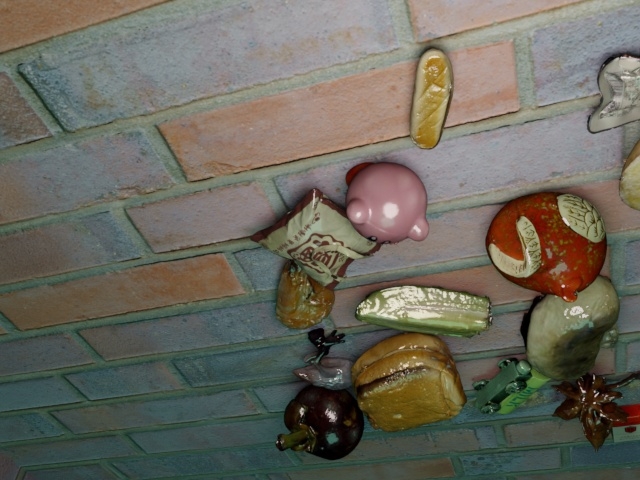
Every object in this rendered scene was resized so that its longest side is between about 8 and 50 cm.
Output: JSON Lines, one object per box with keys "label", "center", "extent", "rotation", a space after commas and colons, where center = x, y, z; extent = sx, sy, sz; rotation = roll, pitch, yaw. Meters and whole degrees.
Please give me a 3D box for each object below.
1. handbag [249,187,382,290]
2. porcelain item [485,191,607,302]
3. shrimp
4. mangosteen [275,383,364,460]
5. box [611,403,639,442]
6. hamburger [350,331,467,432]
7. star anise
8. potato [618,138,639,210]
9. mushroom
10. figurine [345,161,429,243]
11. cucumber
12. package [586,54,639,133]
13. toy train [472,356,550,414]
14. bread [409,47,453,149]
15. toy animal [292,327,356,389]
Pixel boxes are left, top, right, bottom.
{"label": "handbag", "center": [0.000, 0.000, 1.370], "extent": [0.235, 0.127, 0.213], "rotation": [34, 124, -26]}
{"label": "porcelain item", "center": [0.473, 0.029, 1.290], "extent": [0.253, 0.253, 0.253], "rotation": [2, 135, 2]}
{"label": "shrimp", "center": [-0.037, 0.124, 1.551], "extent": [0.154, 0.062, 0.294], "rotation": [-5, 138, -8]}
{"label": "mangosteen", "center": [-0.011, 0.545, 1.816], "extent": [0.231, 0.289, 0.231], "rotation": [24, 127, 36]}
{"label": "box", "center": [0.942, 0.561, 1.915], "extent": [0.100, 0.048, 0.152], "rotation": [-14, 130, 15]}
{"label": "hamburger", "center": [0.232, 0.390, 1.687], "extent": [0.284, 0.174, 0.304], "rotation": [-20, 128, 3]}
{"label": "star anise", "center": [0.801, 0.454, 1.743], "extent": [0.346, 0.148, 0.237], "rotation": [-26, 85, 28]}
{"label": "potato", "center": [0.678, -0.162, 1.160], "extent": [0.239, 0.115, 0.299], "rotation": [-1, 152, 4]}
{"label": "mushroom", "center": [0.632, 0.239, 1.558], "extent": [0.248, 0.130, 0.344], "rotation": [10, 136, 0]}
{"label": "figurine", "center": [0.133, -0.072, 1.258], "extent": [0.173, 0.173, 0.173], "rotation": [2, 135, 2]}
{"label": "cucumber", "center": [0.246, 0.169, 1.543], "extent": [0.326, 0.105, 0.145], "rotation": [4, 162, 0]}
{"label": "package", "center": [0.594, -0.276, 1.114], "extent": [0.232, 0.040, 0.166], "rotation": [-14, 136, 7]}
{"label": "toy train", "center": [0.545, 0.411, 1.765], "extent": [0.157, 0.105, 0.253], "rotation": [5, 138, -19]}
{"label": "bread", "center": [0.204, -0.260, 1.147], "extent": [0.073, 0.053, 0.214], "rotation": [5, 138, 6]}
{"label": "toy animal", "center": [0.061, 0.368, 1.760], "extent": [0.195, 0.090, 0.324], "rotation": [-36, 125, 22]}
